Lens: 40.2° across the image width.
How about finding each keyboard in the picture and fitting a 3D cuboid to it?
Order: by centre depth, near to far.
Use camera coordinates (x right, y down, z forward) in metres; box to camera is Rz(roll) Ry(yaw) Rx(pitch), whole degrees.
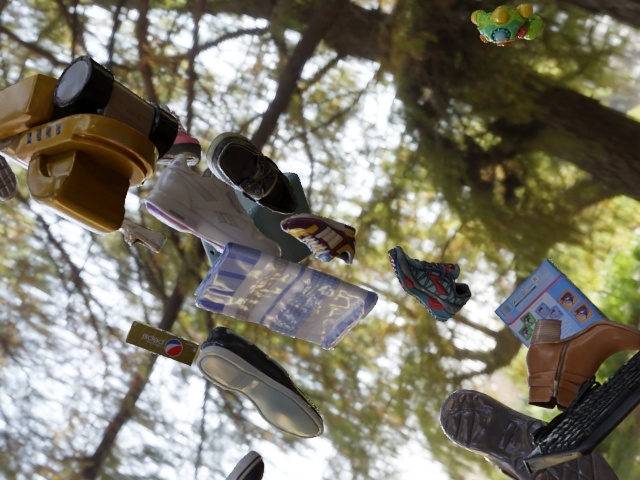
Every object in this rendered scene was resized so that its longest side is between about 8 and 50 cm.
[{"bbox_3d":[0.390,0.230,1.238,0.317,0.033,0.201,-28,-9,-36],"label":"keyboard"}]

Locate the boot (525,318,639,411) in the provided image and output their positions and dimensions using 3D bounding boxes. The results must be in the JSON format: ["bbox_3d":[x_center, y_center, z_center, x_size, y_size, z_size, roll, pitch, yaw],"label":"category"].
[{"bbox_3d":[0.439,0.212,1.445,0.073,0.197,0.152,51,-135,-51],"label":"boot"}]

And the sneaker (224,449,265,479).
[{"bbox_3d":[-0.157,0.554,1.681,0.126,0.127,0.321,-25,-37,-63],"label":"sneaker"}]

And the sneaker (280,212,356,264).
[{"bbox_3d":[0.000,0.000,1.791,0.069,0.185,0.084,-22,62,51],"label":"sneaker"}]

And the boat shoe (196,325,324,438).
[{"bbox_3d":[-0.105,0.279,1.726,0.114,0.302,0.091,-34,24,32],"label":"boat shoe"}]

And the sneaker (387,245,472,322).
[{"bbox_3d":[0.259,0.077,2.036,0.125,0.104,0.262,-37,-52,16],"label":"sneaker"}]

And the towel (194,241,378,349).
[{"bbox_3d":[-0.063,0.103,1.525,0.209,0.285,0.034,130,156,-50],"label":"towel"}]

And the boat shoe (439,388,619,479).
[{"bbox_3d":[0.355,0.354,1.461,0.123,0.324,0.116,-55,-27,-6],"label":"boat shoe"}]

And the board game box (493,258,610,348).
[{"bbox_3d":[0.483,0.168,1.784,0.160,0.211,0.039,-49,-25,19],"label":"board game box"}]

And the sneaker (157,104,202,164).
[{"bbox_3d":[-0.354,-0.238,1.956,0.116,0.314,0.136,-1,-85,-28],"label":"sneaker"}]

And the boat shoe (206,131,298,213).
[{"bbox_3d":[-0.099,-0.103,1.403,0.080,0.073,0.223,-56,-31,-3],"label":"boat shoe"}]

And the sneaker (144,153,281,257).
[{"bbox_3d":[-0.185,-0.057,1.706,0.305,0.114,0.152,31,-100,-32],"label":"sneaker"}]

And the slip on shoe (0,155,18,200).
[{"bbox_3d":[-0.641,-0.123,1.760,0.051,0.135,0.041,-22,-36,-21],"label":"slip on shoe"}]

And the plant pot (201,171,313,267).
[{"bbox_3d":[-0.192,-0.026,2.426,0.252,0.247,0.247,-42,-56,-43],"label":"plant pot"}]

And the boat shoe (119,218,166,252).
[{"bbox_3d":[-0.515,-0.014,2.424,0.063,0.170,0.059,115,174,-74],"label":"boat shoe"}]

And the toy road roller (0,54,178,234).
[{"bbox_3d":[-0.414,-0.133,1.439,0.202,0.329,0.241,34,-124,-45],"label":"toy road roller"}]

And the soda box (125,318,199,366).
[{"bbox_3d":[-0.408,0.264,2.256,0.058,0.181,0.061,175,117,-81],"label":"soda box"}]

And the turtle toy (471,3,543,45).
[{"bbox_3d":[0.332,-0.377,1.528,0.130,0.095,0.066,-15,-74,-18],"label":"turtle toy"}]
